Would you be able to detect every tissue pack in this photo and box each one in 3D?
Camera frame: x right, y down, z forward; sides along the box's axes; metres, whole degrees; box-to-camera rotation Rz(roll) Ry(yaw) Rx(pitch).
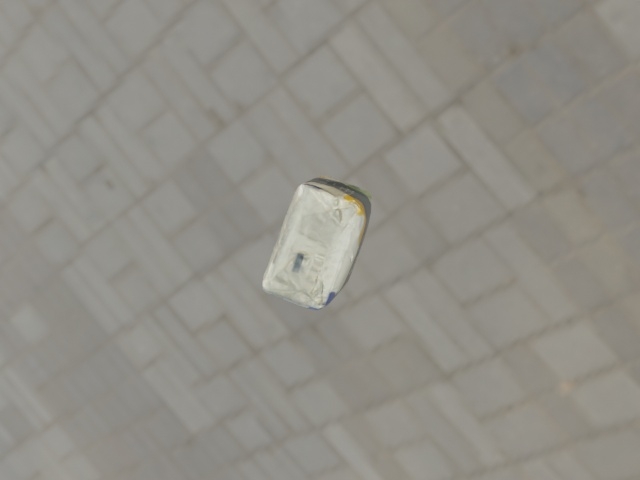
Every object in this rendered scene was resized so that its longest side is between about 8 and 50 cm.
[{"bbox_3d":[0.000,0.000,1.013,0.042,0.062,0.083,19,-174,3],"label":"tissue pack"}]
